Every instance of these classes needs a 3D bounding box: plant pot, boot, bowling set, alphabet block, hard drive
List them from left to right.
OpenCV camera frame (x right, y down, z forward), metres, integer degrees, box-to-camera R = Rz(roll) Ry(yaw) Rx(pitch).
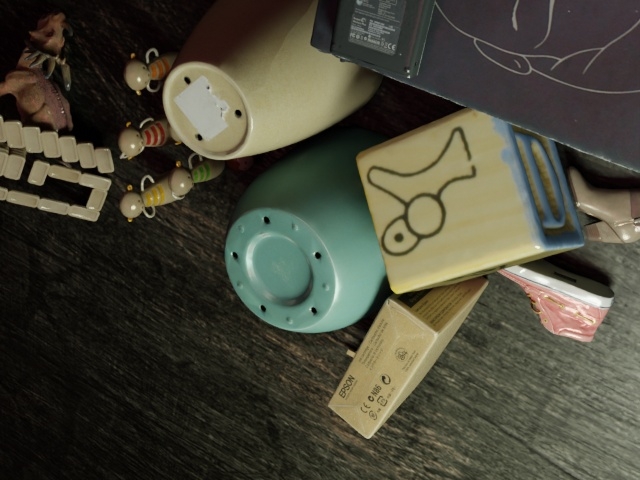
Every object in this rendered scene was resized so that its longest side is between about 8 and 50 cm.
[{"bbox_3d":[-0.221,-0.160,1.173,0.200,0.154,0.286,14,118,27],"label":"bowling set"},{"bbox_3d":[-0.080,-0.223,0.957,0.257,0.274,0.256,16,129,21],"label":"plant pot"},{"bbox_3d":[0.000,0.000,1.058,0.293,0.235,0.292,12,116,26],"label":"plant pot"},{"bbox_3d":[0.063,-0.234,0.686,0.094,0.022,0.135,25,123,22],"label":"hard drive"},{"bbox_3d":[0.191,-0.051,0.909,0.197,0.193,0.192,-19,79,33],"label":"alphabet block"},{"bbox_3d":[0.377,-0.051,0.927,0.087,0.042,0.118,-17,103,29],"label":"boot"}]

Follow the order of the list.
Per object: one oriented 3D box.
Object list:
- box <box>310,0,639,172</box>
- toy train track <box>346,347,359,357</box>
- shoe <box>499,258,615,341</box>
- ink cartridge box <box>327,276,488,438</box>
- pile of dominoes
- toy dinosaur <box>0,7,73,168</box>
[{"bbox_3d":[0.298,-0.351,0.677,0.472,0.297,0.479,28,124,21],"label":"box"},{"bbox_3d":[0.085,0.208,1.237,0.083,0.014,0.048,27,116,13],"label":"toy train track"},{"bbox_3d":[0.310,0.075,1.006,0.178,0.063,0.081,23,117,17],"label":"shoe"},{"bbox_3d":[0.130,0.153,1.071,0.088,0.193,0.234,36,125,16],"label":"ink cartridge box"},{"bbox_3d":[-0.523,-0.143,1.365,0.196,0.251,0.040,-54,34,35],"label":"pile of dominoes"},{"bbox_3d":[-0.514,-0.259,1.339,0.201,0.127,0.295,-7,115,22],"label":"toy dinosaur"}]
